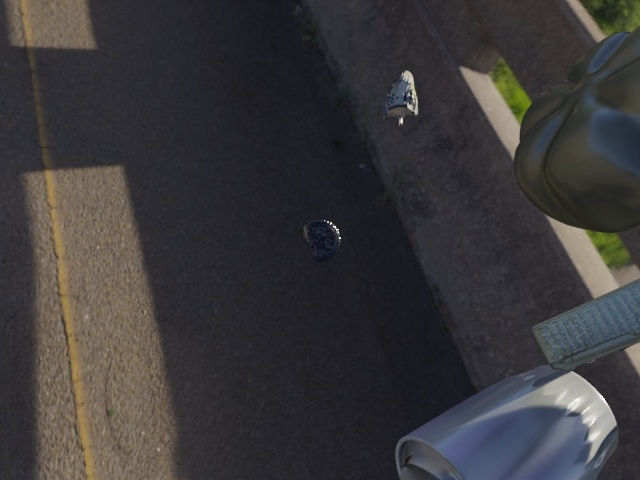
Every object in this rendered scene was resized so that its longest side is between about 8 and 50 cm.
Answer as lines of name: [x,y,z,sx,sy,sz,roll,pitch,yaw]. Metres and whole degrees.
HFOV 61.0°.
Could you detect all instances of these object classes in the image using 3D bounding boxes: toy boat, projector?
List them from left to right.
toy boat: [0.209,-0.378,1.383,0.084,0.066,0.210,-6,44,22]
projector: [0.539,0.147,0.977,0.192,0.257,0.099,4,57,-50]

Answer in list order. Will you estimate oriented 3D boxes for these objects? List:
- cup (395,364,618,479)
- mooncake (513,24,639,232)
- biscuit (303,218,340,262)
cup: [0.342,0.400,0.992,0.372,0.253,0.253,-21,68,-25]
mooncake: [0.354,-0.141,0.653,0.135,0.275,0.275,37,48,-15]
biscuit: [0.000,0.000,1.118,0.087,0.089,0.027,22,11,-13]
